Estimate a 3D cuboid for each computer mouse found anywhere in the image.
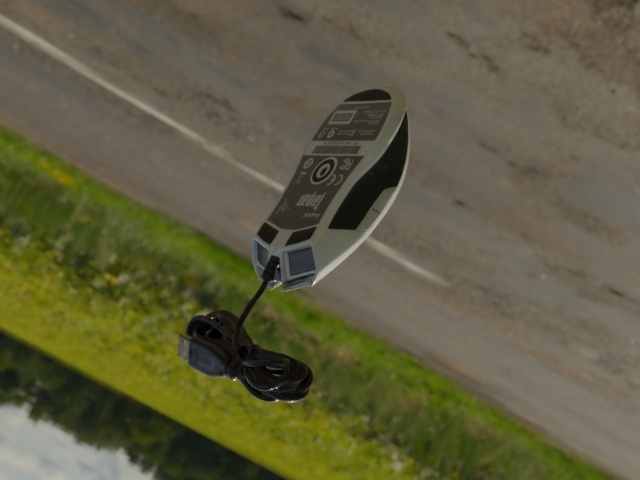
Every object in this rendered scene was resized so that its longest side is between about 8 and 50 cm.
[{"bbox_3d":[0.000,0.000,0.726,0.042,0.193,0.106,42,161,-30],"label":"computer mouse"}]
